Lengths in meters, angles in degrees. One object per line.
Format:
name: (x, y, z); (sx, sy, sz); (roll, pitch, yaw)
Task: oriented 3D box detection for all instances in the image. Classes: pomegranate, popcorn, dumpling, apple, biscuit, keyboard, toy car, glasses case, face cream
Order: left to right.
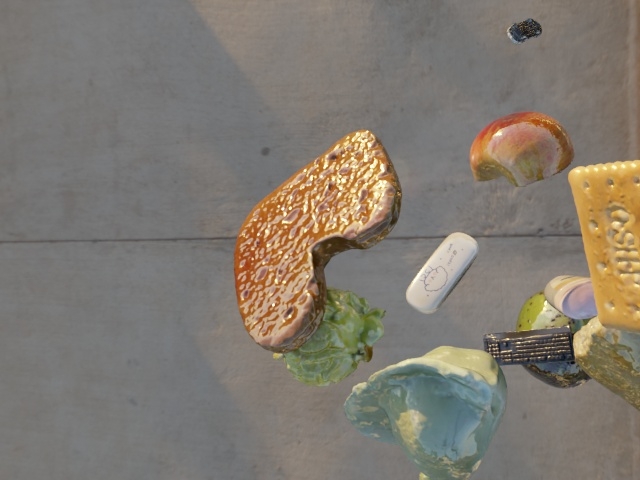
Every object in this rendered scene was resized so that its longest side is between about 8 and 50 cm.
biscuit: (0.001, 0.001, 0.842); (0.277, 0.052, 0.262); (-37, 41, 14)
popcorn: (0.005, 0.132, 0.874); (0.162, 0.135, 0.142); (17, 84, 28)
dumpling: (0.202, 0.297, 1.070); (0.269, 0.212, 0.321); (-9, 118, -21)
glasses case: (0.253, 0.066, 1.311); (0.076, 0.049, 0.197); (33, 73, 26)
apple: (0.555, -0.278, 1.789); (0.251, 0.293, 0.163); (-34, 115, -21)
toy car: (0.410, -0.418, 1.271); (0.041, 0.093, 0.025); (58, 145, 8)
keyboard: (0.442, 0.229, 1.361); (0.196, 0.015, 0.074); (-12, 78, 37)
face cream: (0.513, 0.110, 1.271); (0.107, 0.269, 0.073); (-23, 85, 11)
pomegranate: (0.715, 0.277, 1.761); (0.340, 0.284, 0.285); (-1, 89, 53)
biscuit: (0.427, 0.014, 0.881); (0.030, 0.160, 0.250); (-17, 98, -21)
biscuit: (0.777, 0.259, 1.360); (0.446, 0.104, 0.429); (43, 140, 14)

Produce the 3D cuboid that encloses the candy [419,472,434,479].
candy: (0.294, 0.557, 1.689); (0.061, 0.061, 0.203); (-1, 82, 16)
